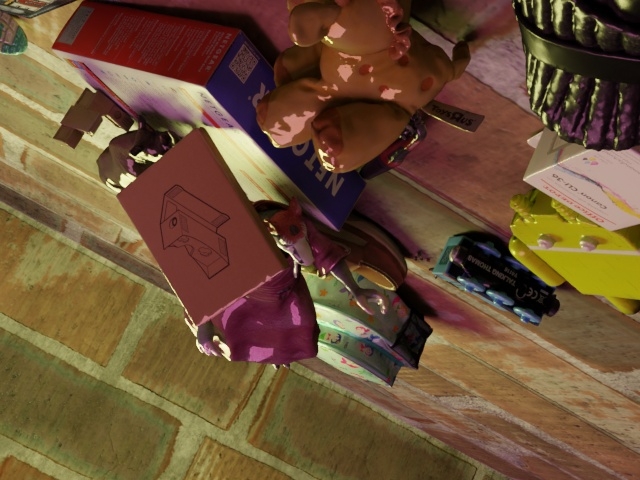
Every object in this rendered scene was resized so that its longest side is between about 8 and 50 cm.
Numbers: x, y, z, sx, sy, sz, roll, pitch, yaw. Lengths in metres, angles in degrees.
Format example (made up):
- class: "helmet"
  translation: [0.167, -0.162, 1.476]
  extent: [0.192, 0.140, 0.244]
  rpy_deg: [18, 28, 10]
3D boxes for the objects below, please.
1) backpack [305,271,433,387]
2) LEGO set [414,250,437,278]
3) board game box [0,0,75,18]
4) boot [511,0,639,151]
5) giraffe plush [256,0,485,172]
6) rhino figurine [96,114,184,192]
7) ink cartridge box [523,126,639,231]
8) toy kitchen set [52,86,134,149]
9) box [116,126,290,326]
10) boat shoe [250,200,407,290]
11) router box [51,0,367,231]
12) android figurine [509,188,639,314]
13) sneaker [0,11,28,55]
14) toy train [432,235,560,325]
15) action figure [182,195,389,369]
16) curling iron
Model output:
- class: "backpack"
  translation: [0.066, 0.152, 1.761]
  extent: [0.225, 0.191, 0.253]
  rpy_deg: [15, 156, 38]
- class: "LEGO set"
  translation: [0.191, 0.042, 1.491]
  extent: [0.083, 0.023, 0.054]
  rpy_deg: [44, 159, -12]
- class: "board game box"
  translation: [-0.377, -0.318, 1.093]
  extent: [0.165, 0.042, 0.243]
  rpy_deg: [8, 179, -36]
- class: "boot"
  translation: [0.255, -0.144, 0.551]
  extent: [0.348, 0.131, 0.260]
  rpy_deg: [28, 162, 40]
- class: "giraffe plush"
  translation: [0.030, -0.175, 0.805]
  extent: [0.210, 0.181, 0.170]
  rpy_deg: [9, 150, 27]
- class: "rhino figurine"
  translation: [-0.233, -0.109, 1.230]
  extent: [0.106, 0.073, 0.243]
  rpy_deg: [21, 163, -20]
- class: "ink cartridge box"
  translation: [0.278, -0.070, 0.885]
  extent: [0.115, 0.067, 0.198]
  rpy_deg: [29, 165, -10]
- class: "toy kitchen set"
  translation: [-0.292, -0.145, 1.228]
  extent: [0.068, 0.083, 0.075]
  rpy_deg: [19, 164, 42]
- class: "box"
  translation: [-0.149, -0.013, 1.143]
  extent: [0.164, 0.021, 0.201]
  rpy_deg: [-34, 87, 30]
- class: "boat shoe"
  translation: [0.000, 0.000, 1.471]
  extent: [0.324, 0.120, 0.122]
  rpy_deg: [36, 162, -29]
- class: "router box"
  translation: [-0.139, -0.160, 1.216]
  extent: [0.301, 0.082, 0.335]
  rpy_deg: [20, 164, 38]
- class: "android figurine"
  translation: [0.335, 0.016, 1.099]
  extent: [0.273, 0.056, 0.248]
  rpy_deg: [35, 163, -32]
- class: "sneaker"
  translation: [-0.508, -0.326, 1.394]
  extent: [0.166, 0.065, 0.076]
  rpy_deg: [29, -179, 6]
- class: "toy train"
  translation: [0.255, 0.057, 1.330]
  extent: [0.184, 0.080, 0.105]
  rpy_deg: [28, 174, -13]
- class: "action figure"
  translation: [-0.066, 0.034, 1.296]
  extent: [0.248, 0.276, 0.370]
  rpy_deg: [-4, 147, -16]
- class: "curling iron"
  translation: [0.080, -0.116, 1.134]
  extent: [0.068, 0.035, 0.274]
  rpy_deg: [48, 170, 4]
